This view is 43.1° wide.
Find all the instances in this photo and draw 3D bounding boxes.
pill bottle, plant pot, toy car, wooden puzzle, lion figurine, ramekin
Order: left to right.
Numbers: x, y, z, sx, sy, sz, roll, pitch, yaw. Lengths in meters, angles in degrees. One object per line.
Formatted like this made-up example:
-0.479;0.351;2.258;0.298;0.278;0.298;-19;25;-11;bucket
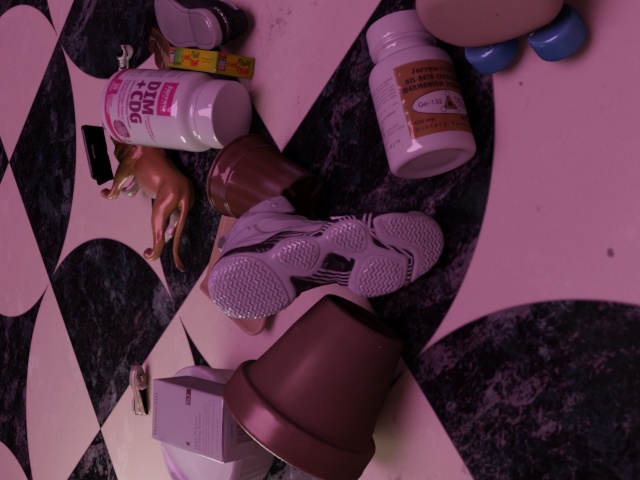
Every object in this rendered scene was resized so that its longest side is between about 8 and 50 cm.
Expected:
-0.367;-0.139;1.816;0.392;0.142;0.240;45;115;22;lion figurine
-0.291;-0.264;1.645;0.283;0.160;0.160;9;97;29;pill bottle
-0.197;0.376;1.595;0.273;0.127;0.272;-1;88;48;ramekin
-0.143;0.037;1.609;0.221;0.044;0.238;35;111;44;wooden puzzle
-0.089;-0.089;1.468;0.165;0.167;0.166;30;111;36;plant pot
0.010;0.216;1.301;0.263;0.263;0.229;37;99;42;plant pot
0.143;-0.220;1.215;0.131;0.131;0.229;-28;69;45;pill bottle
0.250;-0.389;1.089;0.210;0.219;0.237;-1;60;49;toy car

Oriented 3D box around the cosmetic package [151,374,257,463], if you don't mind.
-0.211;0.316;1.454;0.231;0.086;0.117;-1;88;46;cosmetic package

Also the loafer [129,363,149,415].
-0.424;0.356;1.923;0.039;0.045;0.125;6;101;32;loafer

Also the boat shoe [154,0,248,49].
-0.257;-0.464;1.708;0.302;0.091;0.114;35;140;46;boat shoe

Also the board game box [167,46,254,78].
-0.227;-0.366;1.667;0.181;0.092;0.043;19;105;47;board game box

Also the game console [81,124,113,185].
-0.508;-0.187;1.794;0.071;0.107;0.122;-13;89;20;game console

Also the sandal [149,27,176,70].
-0.353;-0.439;1.850;0.180;0.049;0.072;54;132;53;sandal

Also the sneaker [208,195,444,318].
0.000;0.000;1.292;0.210;0.366;0.137;-107;4;-63;sneaker

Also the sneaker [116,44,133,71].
-0.495;-0.450;2.014;0.032;0.037;0.083;44;122;38;sneaker
